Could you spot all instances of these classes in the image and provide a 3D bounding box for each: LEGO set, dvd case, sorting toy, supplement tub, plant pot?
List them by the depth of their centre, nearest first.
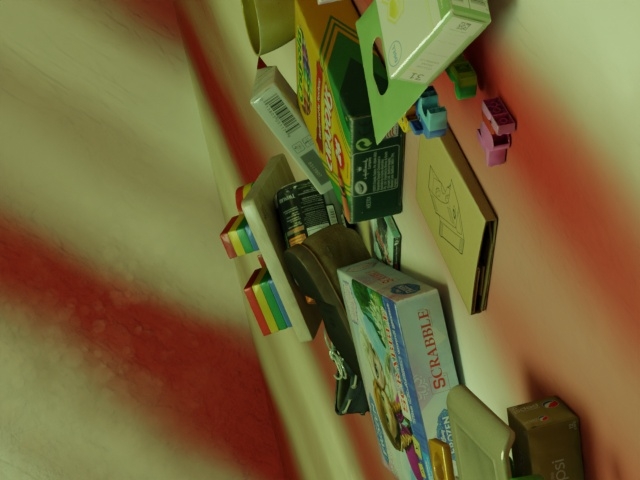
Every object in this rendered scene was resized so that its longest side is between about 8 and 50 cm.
[{"bbox_3d":[0.186,0.266,1.442,0.347,0.047,0.196,-138,41,-73],"label":"sorting toy"},{"bbox_3d":[0.126,-0.149,1.473,0.227,0.087,0.093,-112,15,-45],"label":"LEGO set"},{"bbox_3d":[0.097,0.006,1.988,0.119,0.013,0.087,87,166,-48],"label":"dvd case"},{"bbox_3d":[-0.068,-0.370,2.181,0.134,0.095,0.134,168,90,-80],"label":"plant pot"},{"bbox_3d":[0.000,0.000,2.201,0.117,0.117,0.190,124,133,-75],"label":"supplement tub"},{"bbox_3d":[-0.077,0.017,2.302,0.255,0.089,0.257,-65,-46,-67],"label":"sorting toy"}]

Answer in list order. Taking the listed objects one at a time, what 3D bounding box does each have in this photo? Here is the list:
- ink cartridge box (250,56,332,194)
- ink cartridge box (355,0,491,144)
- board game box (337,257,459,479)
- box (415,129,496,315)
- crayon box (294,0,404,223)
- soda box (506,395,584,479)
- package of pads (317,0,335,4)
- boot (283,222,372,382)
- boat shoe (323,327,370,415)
[{"bbox_3d":[-0.031,-0.198,2.143,0.189,0.066,0.232,52,-159,-20],"label":"ink cartridge box"},{"bbox_3d":[0.082,-0.231,1.408,0.235,0.056,0.171,-44,46,49],"label":"ink cartridge box"},{"bbox_3d":[0.122,0.202,1.909,0.318,0.066,0.319,-155,51,-76],"label":"board game box"},{"bbox_3d":[0.157,-0.038,1.612,0.164,0.021,0.201,90,164,-48],"label":"box"},{"bbox_3d":[0.030,-0.206,1.913,0.202,0.081,0.318,89,165,-47],"label":"crayon box"},{"bbox_3d":[0.240,0.259,1.426,0.061,0.058,0.181,-132,30,-69],"label":"soda box"},{"bbox_3d":[0.028,-0.337,1.763,0.032,0.083,0.050,117,136,-66],"label":"package of pads"},{"bbox_3d":[0.062,0.112,2.109,0.112,0.115,0.305,20,141,58],"label":"boot"},{"bbox_3d":[0.053,0.193,2.250,0.254,0.079,0.095,89,166,-44],"label":"boat shoe"}]
